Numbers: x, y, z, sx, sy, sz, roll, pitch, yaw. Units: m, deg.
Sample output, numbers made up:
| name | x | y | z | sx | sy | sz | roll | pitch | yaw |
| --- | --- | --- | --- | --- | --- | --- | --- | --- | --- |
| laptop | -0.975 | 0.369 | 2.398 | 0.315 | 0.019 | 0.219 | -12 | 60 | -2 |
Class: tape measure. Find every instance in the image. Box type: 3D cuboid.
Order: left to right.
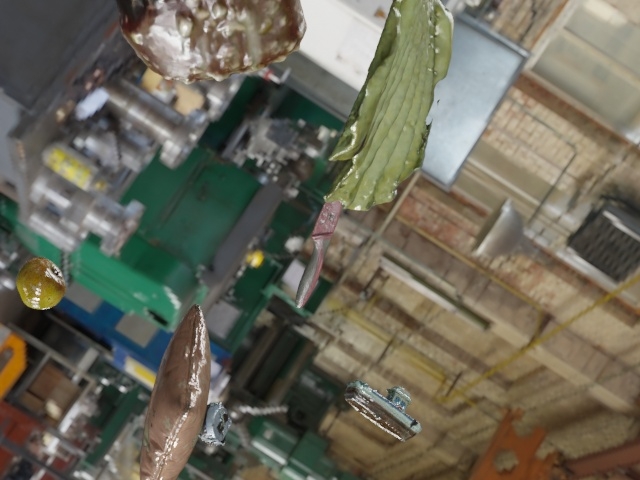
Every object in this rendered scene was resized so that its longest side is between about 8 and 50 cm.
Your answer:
| name | x | y | z | sx | sy | sz | roll | pitch | yaw |
| --- | --- | --- | --- | --- | --- | --- | --- | --- | --- |
| tape measure | -0.236 | 0.407 | 2.217 | 0.094 | 0.054 | 0.091 | 67 | 31 | -49 |

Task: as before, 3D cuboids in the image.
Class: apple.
| name | x | y | z | sx | sy | sz | roll | pitch | yaw |
| --- | --- | --- | --- | --- | --- | --- | --- | --- | --- |
| apple | -0.474 | 0.072 | 1.702 | 0.074 | 0.089 | 0.089 | -23 | 176 | -6 |

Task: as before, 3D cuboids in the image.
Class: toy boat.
| name | x | y | z | sx | sy | sz | roll | pitch | yaw |
| --- | --- | --- | --- | --- | --- | --- | --- | --- | --- |
| toy boat | 0.100 | 0.245 | 1.500 | 0.066 | 0.140 | 0.059 | -58 | -161 | -22 |

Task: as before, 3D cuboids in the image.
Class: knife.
| name | x | y | z | sx | sy | sz | roll | pitch | yaw |
| --- | --- | --- | --- | --- | --- | --- | --- | --- | --- |
| knife | 0.000 | 0.000 | 1.724 | 0.018 | 0.035 | 0.247 | -87 | -165 | -82 |

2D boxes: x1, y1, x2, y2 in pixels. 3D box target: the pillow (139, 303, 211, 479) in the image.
| name | x | y | z | sx | sy | sz | roll | pitch | yaw |
| --- | --- | --- | --- | --- | --- | --- | --- | --- | --- |
| pillow | -0.209 | 0.242 | 1.470 | 0.223 | 0.084 | 0.236 | -87 | -165 | -51 |

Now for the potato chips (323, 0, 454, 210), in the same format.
| name | x | y | z | sx | sy | sz | roll | pitch | yaw |
| --- | --- | --- | --- | --- | --- | --- | --- | --- | --- |
| potato chips | 0.100 | -0.237 | 1.308 | 0.373 | 0.097 | 0.389 | 68 | 39 | -70 |

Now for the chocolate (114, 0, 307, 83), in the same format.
| name | x | y | z | sx | sy | sz | roll | pitch | yaw |
| --- | --- | --- | --- | --- | --- | --- | --- | --- | --- |
| chocolate | -0.175 | -0.386 | 1.747 | 0.340 | 0.210 | 0.225 | -17 | -153 | -5 |
